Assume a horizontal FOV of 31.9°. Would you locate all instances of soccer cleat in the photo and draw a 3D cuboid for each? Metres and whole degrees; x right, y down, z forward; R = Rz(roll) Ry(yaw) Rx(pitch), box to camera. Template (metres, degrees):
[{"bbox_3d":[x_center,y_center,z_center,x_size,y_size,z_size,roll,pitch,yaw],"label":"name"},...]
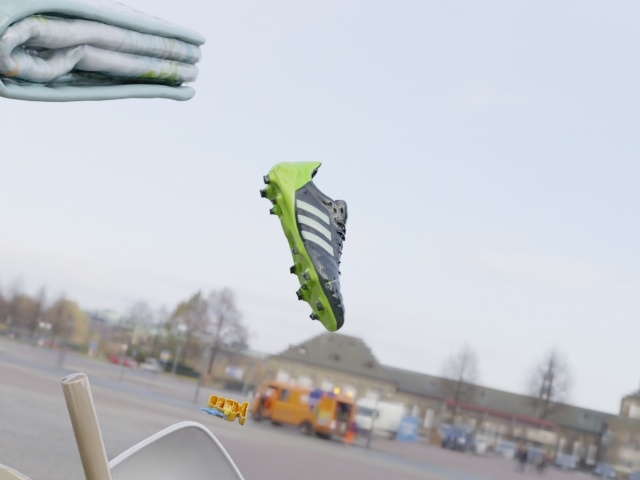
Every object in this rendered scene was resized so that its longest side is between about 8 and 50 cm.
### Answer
[{"bbox_3d":[0.000,0.000,1.076,0.072,0.178,0.060,-14,-20,-18],"label":"soccer cleat"}]

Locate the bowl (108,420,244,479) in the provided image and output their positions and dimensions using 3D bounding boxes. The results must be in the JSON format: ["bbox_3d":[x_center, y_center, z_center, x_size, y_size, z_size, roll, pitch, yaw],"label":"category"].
[{"bbox_3d":[-0.137,0.242,1.008,0.142,0.142,0.053,-31,11,-13],"label":"bowl"}]

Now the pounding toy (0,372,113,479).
[{"bbox_3d":[-0.232,0.208,0.698,0.237,0.182,0.110,-30,15,-37],"label":"pounding toy"}]

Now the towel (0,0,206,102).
[{"bbox_3d":[-0.311,-0.212,1.021,0.321,0.090,0.374,22,11,17],"label":"towel"}]

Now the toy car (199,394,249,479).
[{"bbox_3d":[-0.085,0.164,0.779,0.041,0.060,0.122,18,35,-4],"label":"toy car"}]
